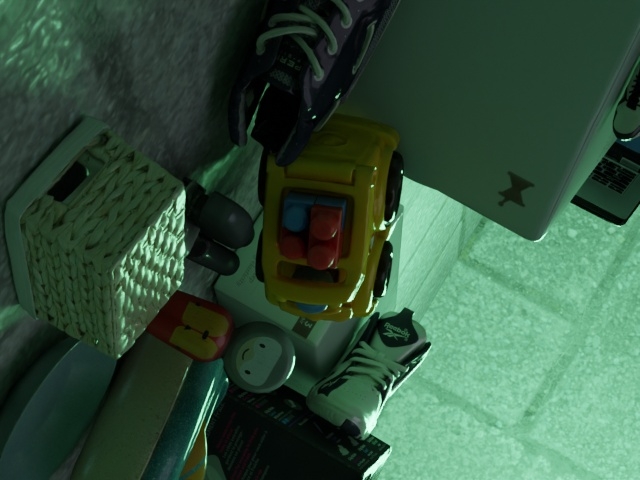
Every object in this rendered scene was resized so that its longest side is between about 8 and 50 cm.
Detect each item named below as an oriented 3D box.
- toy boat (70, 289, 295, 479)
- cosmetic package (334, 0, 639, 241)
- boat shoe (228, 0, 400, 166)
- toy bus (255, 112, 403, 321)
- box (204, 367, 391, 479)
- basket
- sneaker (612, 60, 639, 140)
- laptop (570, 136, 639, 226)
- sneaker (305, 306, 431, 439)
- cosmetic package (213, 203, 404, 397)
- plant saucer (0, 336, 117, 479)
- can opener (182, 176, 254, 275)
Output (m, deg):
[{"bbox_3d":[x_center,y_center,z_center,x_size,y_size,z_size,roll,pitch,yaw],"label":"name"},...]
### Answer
[{"bbox_3d":[-0.138,0.168,1.447,0.318,0.148,0.267,120,-7,-47],"label":"toy boat"},{"bbox_3d":[0.220,-0.271,1.626,0.393,0.329,0.327,-45,160,-53],"label":"cosmetic package"},{"bbox_3d":[0.007,-0.216,1.351,0.340,0.127,0.158,107,9,-46],"label":"boat shoe"},{"bbox_3d":[0.000,0.000,1.491,0.211,0.149,0.220,-71,167,-68],"label":"toy bus"},{"bbox_3d":[-0.076,0.269,1.783,0.165,0.270,0.143,-63,168,13],"label":"box"},{"bbox_3d":[-0.176,0.003,1.172,0.113,0.103,0.167,-53,166,-29],"label":"basket"},{"bbox_3d":[0.321,-0.152,1.459,0.044,0.040,0.109,26,90,-60],"label":"sneaker"},{"bbox_3d":[0.326,-0.246,1.991,0.236,0.382,0.408,-66,167,22],"label":"laptop"},{"bbox_3d":[0.067,0.152,1.802,0.153,0.094,0.235,-60,166,8],"label":"sneaker"},{"bbox_3d":[-0.009,0.074,1.906,0.217,0.156,0.385,-57,166,-19],"label":"cosmetic package"},{"bbox_3d":[-0.256,0.156,1.350,0.195,0.037,0.195,-56,166,-21],"label":"plant saucer"},{"bbox_3d":[-0.109,-0.003,1.487,0.074,0.093,0.280,-61,173,-3],"label":"can opener"}]
